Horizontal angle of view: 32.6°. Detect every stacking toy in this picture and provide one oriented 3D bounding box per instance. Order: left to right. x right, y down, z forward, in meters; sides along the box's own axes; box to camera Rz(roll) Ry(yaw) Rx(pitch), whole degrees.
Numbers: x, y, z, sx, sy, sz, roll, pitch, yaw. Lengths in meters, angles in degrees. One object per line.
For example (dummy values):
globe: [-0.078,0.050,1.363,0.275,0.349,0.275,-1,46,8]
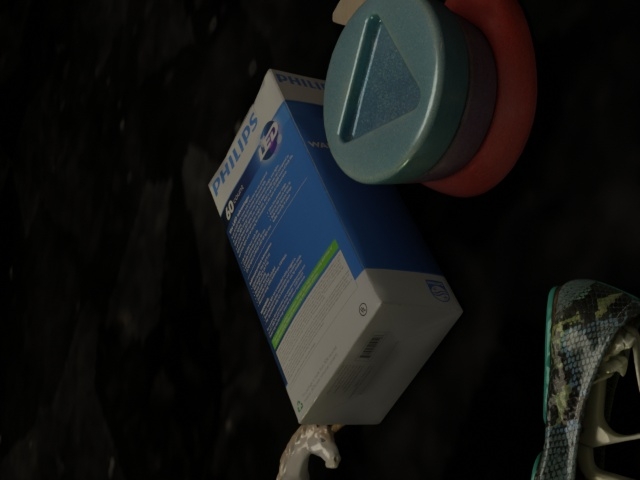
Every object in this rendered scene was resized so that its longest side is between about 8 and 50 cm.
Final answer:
stacking toy: [0.064,-0.203,0.736,0.308,0.130,0.279,-64,37,28]

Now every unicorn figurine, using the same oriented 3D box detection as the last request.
unicorn figurine: [-0.015,0.213,0.854,0.162,0.060,0.111,121,152,-43]

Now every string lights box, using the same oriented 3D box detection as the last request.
string lights box: [0.000,0.000,0.855,0.133,0.077,0.259,-58,40,35]

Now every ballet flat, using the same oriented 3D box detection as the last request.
ballet flat: [0.151,0.117,0.609,0.070,0.070,0.188,9,96,59]
